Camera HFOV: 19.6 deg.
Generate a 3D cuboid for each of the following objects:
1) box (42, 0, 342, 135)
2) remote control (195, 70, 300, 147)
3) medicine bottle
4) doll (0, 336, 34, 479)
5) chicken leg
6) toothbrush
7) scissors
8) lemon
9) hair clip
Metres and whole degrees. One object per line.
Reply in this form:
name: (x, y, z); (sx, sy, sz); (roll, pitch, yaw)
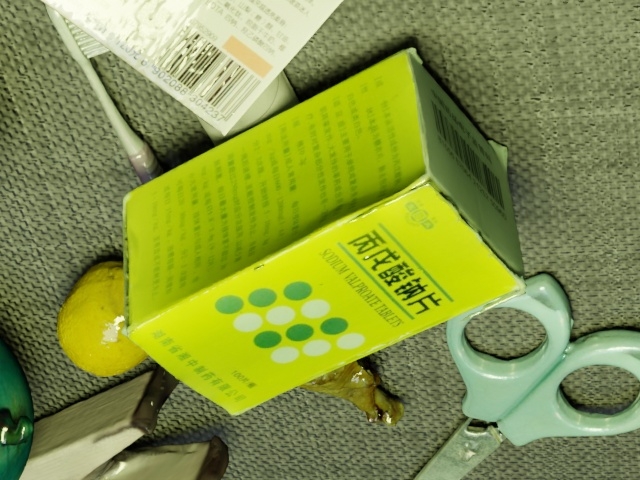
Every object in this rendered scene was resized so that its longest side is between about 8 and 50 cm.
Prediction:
box: (-0.094, -0.179, 1.144); (0.199, 0.081, 0.135); (37, 104, -26)
remote control: (-0.059, -0.098, 1.276); (0.073, 0.044, 0.229); (-13, 131, 17)
medicine bottle: (0.000, 0.000, 1.264); (0.250, 0.141, 0.137); (-26, 132, 20)
doll: (-0.360, 0.139, 1.478); (0.322, 0.186, 0.198); (6, 107, 29)
chicken leg: (0.015, 0.094, 1.444); (0.093, 0.070, 0.178); (-23, 134, 22)
toothbrush: (-0.116, -0.043, 1.356); (0.029, 0.024, 0.354); (-14, 130, 13)
scissors: (0.130, 0.155, 1.506); (0.191, 0.029, 0.360); (28, 135, -11)
lemon: (-0.162, 0.062, 1.429); (0.082, 0.082, 0.111); (29, 133, -18)
hair clip: (-0.226, 0.204, 1.584); (0.331, 0.085, 0.101); (-22, 125, 37)
